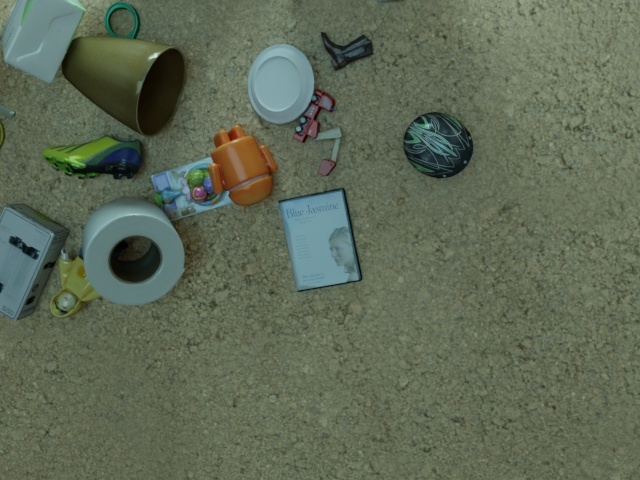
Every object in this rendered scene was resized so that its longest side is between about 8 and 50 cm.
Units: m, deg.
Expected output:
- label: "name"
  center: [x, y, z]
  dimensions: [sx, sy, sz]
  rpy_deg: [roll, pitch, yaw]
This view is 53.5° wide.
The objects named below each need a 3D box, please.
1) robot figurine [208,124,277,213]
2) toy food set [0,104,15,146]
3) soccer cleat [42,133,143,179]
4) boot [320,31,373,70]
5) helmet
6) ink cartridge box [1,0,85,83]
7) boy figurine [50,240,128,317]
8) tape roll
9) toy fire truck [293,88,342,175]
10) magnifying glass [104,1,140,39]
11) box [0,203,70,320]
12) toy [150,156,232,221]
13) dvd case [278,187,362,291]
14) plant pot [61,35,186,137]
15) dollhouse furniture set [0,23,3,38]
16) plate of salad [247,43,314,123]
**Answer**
- label: "robot figurine"
  center: [-0.204, -0.184, 1.646]
  dimensions: [0.128, 0.158, 0.219]
  rpy_deg: [-22, 94, 27]
- label: "toy food set"
  center: [-0.968, -0.297, 1.782]
  dimensions: [0.128, 0.071, 0.218]
  rpy_deg: [32, 101, 4]
- label: "soccer cleat"
  center: [-0.619, -0.236, 1.740]
  dimensions: [0.289, 0.093, 0.121]
  rpy_deg: [5, 68, 13]
- label: "boot"
  center: [0.069, -0.500, 1.607]
  dimensions: [0.114, 0.037, 0.106]
  rpy_deg: [-23, 106, 14]
- label: "helmet"
  center: [0.285, -0.231, 1.543]
  dimensions: [0.169, 0.161, 0.169]
  rpy_deg: [1, 98, 9]
- label: "ink cartridge box"
  center: [-0.720, -0.556, 1.629]
  dimensions: [0.119, 0.353, 0.207]
  rpy_deg: [23, 104, -36]
- label: "boy figurine"
  center: [-0.665, 0.094, 1.776]
  dimensions: [0.177, 0.092, 0.285]
  rpy_deg: [38, 98, 0]
- label: "tape roll"
  center: [-0.488, 0.025, 1.645]
  dimensions: [0.246, 0.169, 0.246]
  rpy_deg: [-8, 111, -21]
- label: "toy fire truck"
  center: [0.006, -0.277, 1.641]
  dimensions: [0.135, 0.047, 0.192]
  rpy_deg: [28, 100, 4]
- label: "magnifying glass"
  center: [-0.529, -0.520, 1.706]
  dimensions: [0.092, 0.026, 0.231]
  rpy_deg: [0, 99, 5]
- label: "box"
  center: [-0.853, 0.060, 1.802]
  dimensions: [0.169, 0.087, 0.290]
  rpy_deg: [28, 101, 5]
- label: "toy"
  center: [-0.335, -0.142, 1.709]
  dimensions: [0.237, 0.056, 0.136]
  rpy_deg: [-16, 95, 11]
- label: "dvd case"
  center: [0.000, 0.000, 1.690]
  dimensions: [0.180, 0.022, 0.253]
  rpy_deg: [-11, 95, 10]
- label: "plant pot"
  center: [-0.512, -0.415, 1.611]
  dimensions: [0.254, 0.237, 0.237]
  rpy_deg: [21, 100, 7]
- label: "dollhouse furniture set"
  center: [-1.035, -0.429, 1.686]
  dimensions: [0.362, 0.256, 0.394]
  rpy_deg: [13, 79, 25]
- label: "plate of salad"
  center: [-0.100, -0.402, 1.638]
  dimensions: [0.200, 0.048, 0.199]
  rpy_deg: [4, 99, 28]
